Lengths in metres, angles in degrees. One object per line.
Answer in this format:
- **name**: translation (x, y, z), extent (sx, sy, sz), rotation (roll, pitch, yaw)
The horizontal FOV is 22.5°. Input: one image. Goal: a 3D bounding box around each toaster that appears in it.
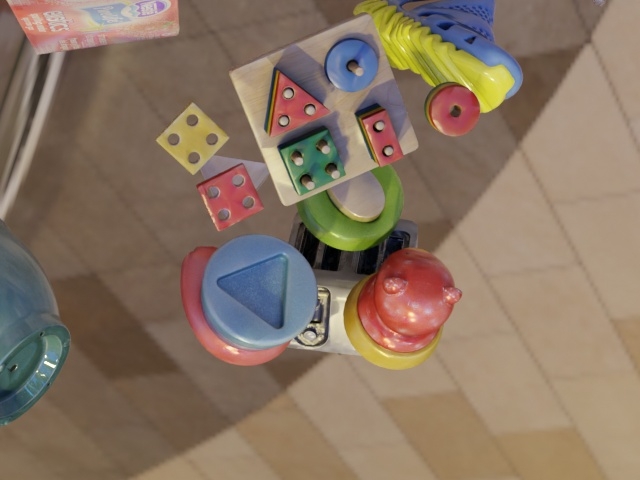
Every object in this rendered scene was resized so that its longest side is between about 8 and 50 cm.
- **toaster**: translation (0.039, 0.051, 2.013), extent (0.168, 0.185, 0.110), rotation (7, 128, 4)

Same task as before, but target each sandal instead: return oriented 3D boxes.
- **sandal**: translation (0.158, -0.258, 1.959), extent (0.138, 0.317, 0.126), rotation (-38, 125, -5)

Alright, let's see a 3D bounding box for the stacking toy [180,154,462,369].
- **stacking toy**: translation (0.000, 0.000, 1.835), extent (0.309, 0.279, 0.130), rotation (-1, 159, -16)

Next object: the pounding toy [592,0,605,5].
- **pounding toy**: translation (0.280, -0.349, 1.674), extent (0.269, 0.155, 0.154), rotation (-14, 151, -48)

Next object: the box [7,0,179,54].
- **box**: translation (-0.201, -0.265, 1.387), extent (0.142, 0.154, 0.300), rotation (-8, 176, -5)

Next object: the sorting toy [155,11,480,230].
- **sorting toy**: translation (0.000, -0.106, 1.389), extent (0.274, 0.046, 0.132), rotation (-23, 110, -5)

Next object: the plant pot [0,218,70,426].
- **plant pot**: translation (-0.467, 0.132, 2.193), extent (0.196, 0.293, 0.293), rotation (37, 150, 20)
